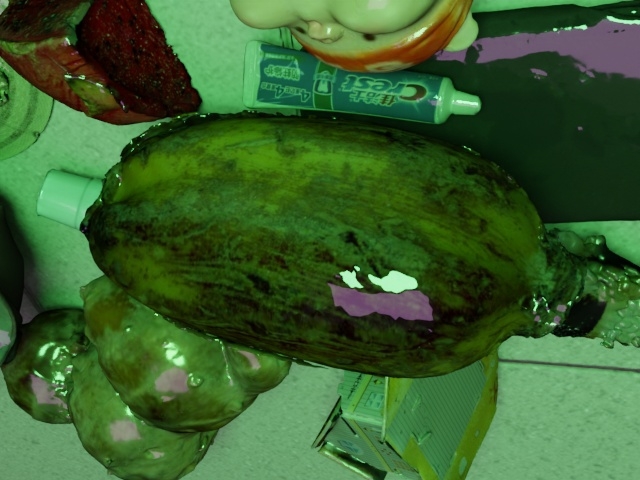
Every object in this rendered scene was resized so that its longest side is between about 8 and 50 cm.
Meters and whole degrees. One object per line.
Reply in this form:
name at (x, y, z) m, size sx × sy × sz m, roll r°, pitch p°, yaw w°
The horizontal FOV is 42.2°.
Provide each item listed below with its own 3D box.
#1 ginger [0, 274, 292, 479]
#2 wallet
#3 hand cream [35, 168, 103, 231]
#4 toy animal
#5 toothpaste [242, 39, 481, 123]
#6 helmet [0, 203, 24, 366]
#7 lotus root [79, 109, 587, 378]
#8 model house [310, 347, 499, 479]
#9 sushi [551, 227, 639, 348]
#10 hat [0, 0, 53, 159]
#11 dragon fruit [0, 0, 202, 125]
ginger at (-0.172, 0.137, 0.862) m, size 0.256 × 0.176 × 0.375 m, roll 45°, pitch 138°, yaw -14°
wallet at (0.158, -0.094, 0.677) m, size 0.378 × 0.051 × 0.197 m, roll -3°, pitch 126°, yaw 21°
hand cream at (-0.114, -0.001, 0.833) m, size 0.331 × 0.058 × 0.085 m, roll 16°, pitch 117°, yaw -6°
toy animal at (0.020, -0.209, 0.560) m, size 0.171 × 0.171 × 0.197 m, roll -6°, pitch 123°, yaw 19°
toothpaste at (0.029, -0.120, 0.656) m, size 0.197 × 0.035 × 0.057 m, roll 11°, pitch 111°, yaw 16°
helmet at (-0.425, 0.025, 0.837) m, size 0.271 × 0.197 × 0.338 m, roll 34°, pitch 127°, yaw -22°
lotus root at (0.000, 0.000, 0.650) m, size 0.398 × 0.195 × 0.179 m, roll 12°, pitch 169°, yaw 16°
model house at (0.076, 0.123, 0.815) m, size 0.136 × 0.219 × 0.207 m, roll 3°, pitch 141°, yaw 38°
sushi at (0.231, 0.041, 0.740) m, size 0.226 × 0.103 × 0.097 m, roll 11°, pitch 92°, yaw -15°
hat at (-0.377, -0.147, 0.741) m, size 0.252 × 0.110 × 0.252 m, roll 7°, pitch 131°, yaw 9°
dragon fruit at (-0.190, -0.137, 0.696) m, size 0.127 × 0.120 × 0.161 m, roll -11°, pitch 132°, yaw 30°
